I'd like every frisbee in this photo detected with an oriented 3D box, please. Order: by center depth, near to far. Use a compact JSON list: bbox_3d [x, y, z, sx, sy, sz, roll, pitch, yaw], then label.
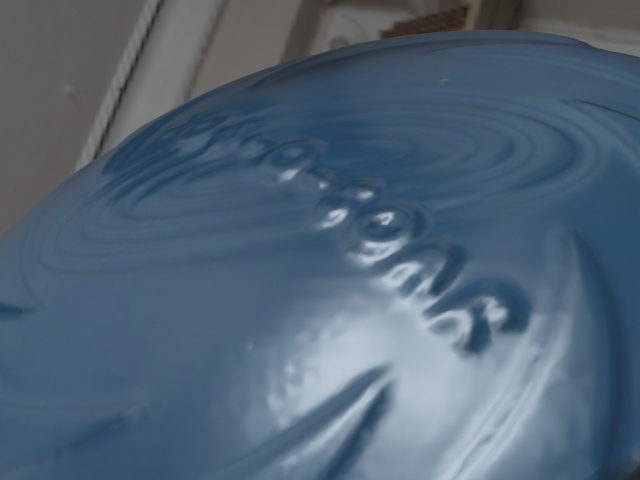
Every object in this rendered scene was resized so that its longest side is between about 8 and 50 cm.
[{"bbox_3d":[-0.002,-0.004,0.396,0.289,0.289,0.049,-60,-39,-43],"label":"frisbee"}]
